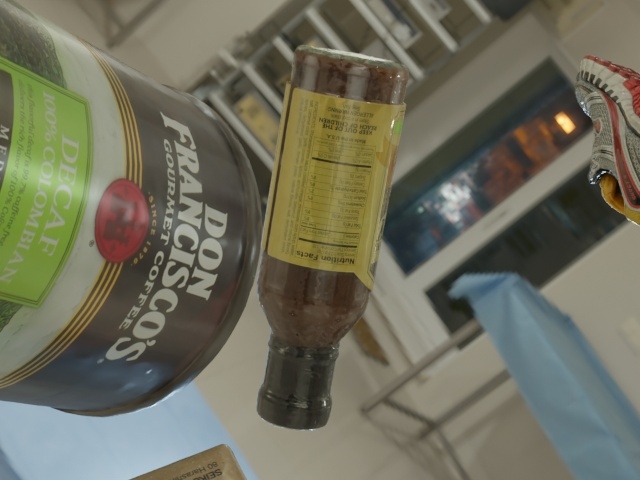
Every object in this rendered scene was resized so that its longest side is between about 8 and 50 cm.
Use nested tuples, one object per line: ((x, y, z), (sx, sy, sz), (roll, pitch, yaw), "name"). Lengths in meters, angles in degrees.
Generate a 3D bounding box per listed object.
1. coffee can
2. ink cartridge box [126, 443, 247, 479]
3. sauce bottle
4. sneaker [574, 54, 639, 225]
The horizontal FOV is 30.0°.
((-0.184, -0.024, 0.592), (0.201, 0.201, 0.275), (58, 16, 26), "coffee can")
((-0.109, 0.230, 0.575), (0.088, 0.193, 0.235), (53, -26, 42), "ink cartridge box")
((0.000, 0.000, 1.085), (0.111, 0.344, 0.111), (10, 13, -2), "sauce bottle")
((0.225, -0.073, 0.875), (0.088, 0.093, 0.225), (24, 18, -8), "sneaker")
